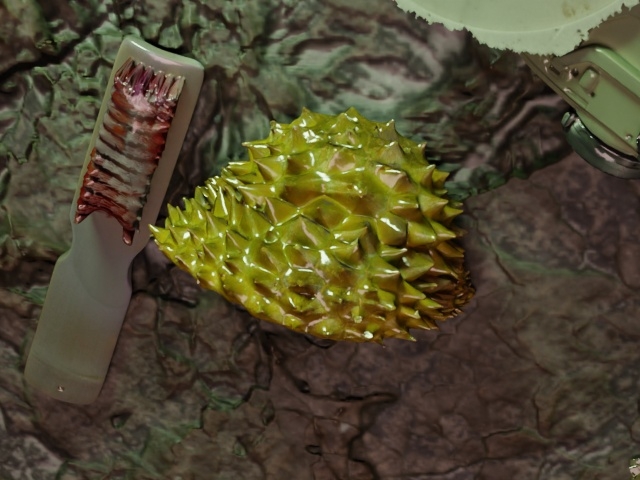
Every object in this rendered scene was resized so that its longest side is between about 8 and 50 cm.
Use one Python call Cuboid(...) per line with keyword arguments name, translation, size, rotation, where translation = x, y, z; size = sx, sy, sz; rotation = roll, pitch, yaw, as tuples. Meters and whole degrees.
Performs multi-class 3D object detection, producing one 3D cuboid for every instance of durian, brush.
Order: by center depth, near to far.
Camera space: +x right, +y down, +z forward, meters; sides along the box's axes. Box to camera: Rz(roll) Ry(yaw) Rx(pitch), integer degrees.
Cuboid(name="durian", translation=(0.001, 0.002, 1.087), size=(0.182, 0.165, 0.132), rotation=(45, 160, 12))
Cuboid(name="brush", translation=(-0.151, 0.005, 1.170), size=(0.060, 0.050, 0.321), rotation=(21, 128, -2))

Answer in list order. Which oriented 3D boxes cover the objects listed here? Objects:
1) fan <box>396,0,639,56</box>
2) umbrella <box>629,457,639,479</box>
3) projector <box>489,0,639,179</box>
Cuboid(name="fan", translation=(0.019, -0.259, 0.892), size=(0.415, 0.012, 0.233), rotation=(34, 125, 14))
Cuboid(name="umbrella", translation=(0.244, 0.158, 1.169), size=(0.083, 0.020, 0.031), rotation=(-29, 72, 31))
Cuboid(name="projector", translation=(0.198, -0.120, 0.901), size=(0.269, 0.088, 0.193), rotation=(41, 129, 15))
